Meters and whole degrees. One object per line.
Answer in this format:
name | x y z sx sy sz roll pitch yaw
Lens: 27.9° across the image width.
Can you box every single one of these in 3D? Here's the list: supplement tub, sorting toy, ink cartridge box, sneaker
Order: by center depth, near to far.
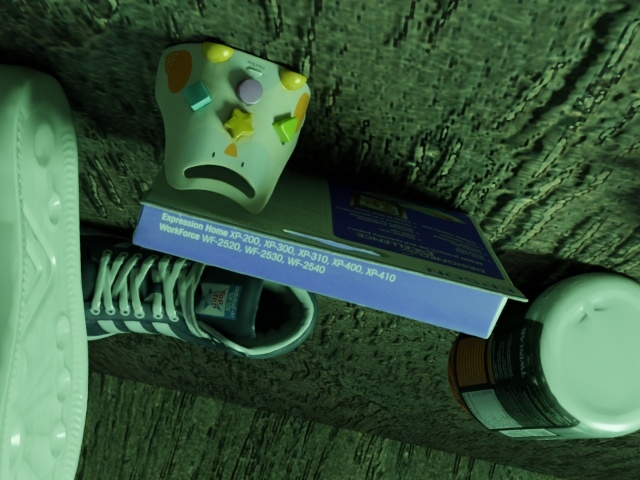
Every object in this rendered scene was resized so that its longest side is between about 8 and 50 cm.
sorting toy | -0.045 -0.055 0.658 0.083 0.075 0.045 17 167 -19
ink cartridge box | 0.000 0.000 0.741 0.206 0.045 0.208 15 -169 -4
sneaker | -0.273 0.045 0.776 0.236 0.322 0.130 3 -177 13
supplement tub | 0.173 0.092 0.969 0.117 0.117 0.190 16 167 -13
sneaker | -0.138 0.045 1.110 0.282 0.099 0.153 10 173 -15
